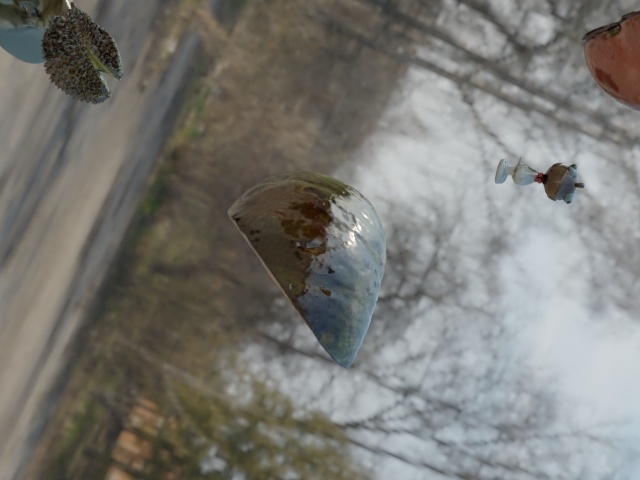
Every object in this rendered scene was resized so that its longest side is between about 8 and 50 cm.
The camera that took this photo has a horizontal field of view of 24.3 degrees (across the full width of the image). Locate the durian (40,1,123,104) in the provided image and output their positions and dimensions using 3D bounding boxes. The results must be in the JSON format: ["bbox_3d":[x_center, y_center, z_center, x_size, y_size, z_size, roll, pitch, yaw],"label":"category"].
[{"bbox_3d":[-0.303,-0.234,1.820,0.110,0.140,0.071,-32,160,34],"label":"durian"}]

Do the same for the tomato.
[{"bbox_3d":[0.392,-0.190,1.558,0.228,0.199,0.112,163,-83,-76],"label":"tomato"}]

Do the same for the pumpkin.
[{"bbox_3d":[0.000,0.000,2.030,0.169,0.312,0.148,-36,158,3],"label":"pumpkin"}]

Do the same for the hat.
[{"bbox_3d":[-0.421,-0.346,2.262,0.173,0.166,0.144,-10,95,-74],"label":"hat"}]

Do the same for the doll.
[{"bbox_3d":[0.218,-0.063,1.478,0.058,0.085,0.040,-81,-177,-84],"label":"doll"}]
